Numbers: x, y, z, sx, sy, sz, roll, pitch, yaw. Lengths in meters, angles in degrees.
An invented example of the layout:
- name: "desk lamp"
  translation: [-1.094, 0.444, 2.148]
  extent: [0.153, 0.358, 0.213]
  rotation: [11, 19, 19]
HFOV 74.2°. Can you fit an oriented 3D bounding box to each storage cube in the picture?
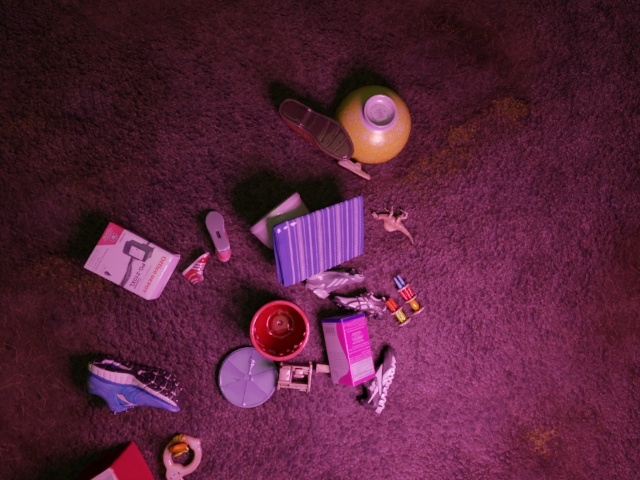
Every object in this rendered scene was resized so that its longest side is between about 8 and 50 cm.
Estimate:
- name: "storage cube"
  translation: [-0.655, 0.787, 1.317]
  extent: [0.183, 0.193, 0.215]
  rotation: [-29, 90, -6]

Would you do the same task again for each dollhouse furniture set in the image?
- name: "dollhouse furniture set"
  translation: [-0.050, 0.469, 1.409]
  extent: [0.182, 0.161, 0.101]
  rotation: [6, 85, -4]

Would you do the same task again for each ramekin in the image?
- name: "ramekin"
  translation: [-0.129, -0.061, 1.425]
  extent: [0.207, 0.207, 0.109]
  rotation: [-39, 99, -7]

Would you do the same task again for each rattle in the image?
- name: "rattle"
  translation: [-0.458, 0.747, 1.368]
  extent: [0.130, 0.143, 0.200]
  rotation: [21, 78, -22]

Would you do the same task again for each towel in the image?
- name: "towel"
  translation: [0.000, 0.000, 1.402]
  extent: [0.336, 0.040, 0.243]
  rotation: [-21, 127, -24]

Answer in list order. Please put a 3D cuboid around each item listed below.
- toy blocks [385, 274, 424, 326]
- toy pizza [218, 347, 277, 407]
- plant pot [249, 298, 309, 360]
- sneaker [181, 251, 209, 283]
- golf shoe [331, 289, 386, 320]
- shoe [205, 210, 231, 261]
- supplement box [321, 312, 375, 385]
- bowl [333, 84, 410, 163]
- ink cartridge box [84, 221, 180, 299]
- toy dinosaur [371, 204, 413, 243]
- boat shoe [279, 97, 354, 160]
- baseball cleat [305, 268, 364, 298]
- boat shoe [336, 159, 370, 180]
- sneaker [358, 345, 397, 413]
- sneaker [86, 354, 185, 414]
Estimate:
- name: "toy blocks"
  translation: [0.283, 0.211, 1.506]
  extent: [0.123, 0.054, 0.148]
  rotation: [-34, 89, -16]
- name: "toy pizza"
  translation: [-0.248, 0.469, 1.457]
  extent: [0.201, 0.032, 0.201]
  rotation: [0, 85, -4]
- name: "plant pot"
  translation: [-0.135, 0.288, 1.408]
  extent: [0.191, 0.174, 0.191]
  rotation: [0, 85, -6]
- name: "sneaker"
  translation: [-0.415, 0.099, 1.464]
  extent: [0.118, 0.042, 0.067]
  rotation: [-43, 86, 1]
- name: "golf shoe"
  translation: [0.138, 0.216, 1.496]
  extent: [0.198, 0.077, 0.094]
  rotation: [18, 73, -10]
- name: "shoe"
  translation: [-0.355, -0.013, 1.469]
  extent: [0.063, 0.081, 0.178]
  rotation: [-15, 58, -18]
- name: "supplement box"
  translation: [0.094, 0.366, 1.436]
  extent: [0.114, 0.111, 0.220]
  rotation: [-6, 86, -39]
- name: "bowl"
  translation: [0.196, -0.431, 1.501]
  extent: [0.289, 0.156, 0.289]
  rotation: [0, 86, -5]
- name: "ink cartridge box"
  translation: [-0.624, 0.070, 1.418]
  extent: [0.237, 0.100, 0.172]
  rotation: [28, 84, -2]
- name: "toy dinosaur"
  translation: [0.278, -0.070, 1.543]
  extent: [0.183, 0.053, 0.092]
  rotation: [32, 99, 5]
- name: "boat shoe"
  translation: [-0.009, -0.388, 1.503]
  extent: [0.307, 0.104, 0.111]
  rotation: [40, 86, 1]
- name: "baseball cleat"
  translation: [0.050, 0.152, 1.498]
  extent: [0.206, 0.072, 0.109]
  rotation: [5, 99, 0]
- name: "boat shoe"
  translation: [0.126, -0.264, 1.535]
  extent: [0.135, 0.050, 0.045]
  rotation: [29, 89, -2]
- name: "sneaker"
  translation: [0.193, 0.478, 1.472]
  extent: [0.106, 0.078, 0.234]
  rotation: [17, 87, -6]
- name: "sneaker"
  translation: [-0.609, 0.497, 1.392]
  extent: [0.330, 0.130, 0.147]
  rotation: [20, 99, 0]
